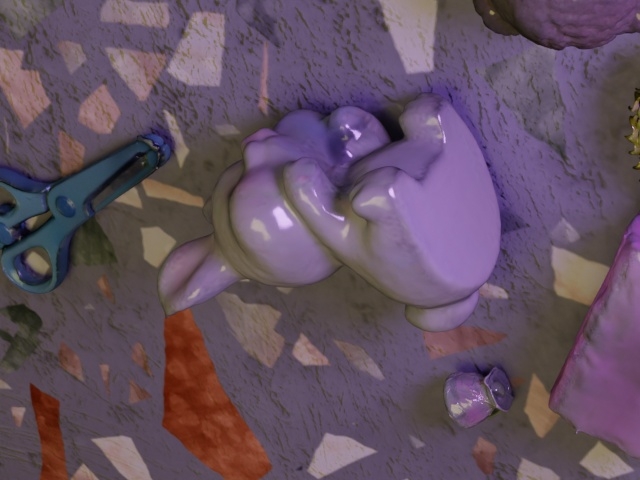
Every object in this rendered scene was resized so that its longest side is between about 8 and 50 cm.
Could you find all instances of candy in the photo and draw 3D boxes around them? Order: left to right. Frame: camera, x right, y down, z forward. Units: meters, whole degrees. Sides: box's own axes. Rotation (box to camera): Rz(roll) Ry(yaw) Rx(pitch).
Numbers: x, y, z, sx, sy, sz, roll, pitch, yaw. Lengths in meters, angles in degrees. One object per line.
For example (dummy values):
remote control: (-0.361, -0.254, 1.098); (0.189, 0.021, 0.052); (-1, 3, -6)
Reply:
candy: (0.342, 0.094, 1.682); (0.155, 0.116, 0.265); (25, 134, 9)

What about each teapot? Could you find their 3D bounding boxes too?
teapot: (0.182, 0.176, 1.883); (0.064, 0.064, 0.083); (-20, 144, 32)

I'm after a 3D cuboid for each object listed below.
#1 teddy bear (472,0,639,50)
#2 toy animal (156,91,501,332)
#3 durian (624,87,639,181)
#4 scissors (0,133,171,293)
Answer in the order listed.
teddy bear: (0.216, -0.297, 1.433); (0.236, 0.151, 0.267); (5, 124, 31)
toy animal: (0.000, -0.009, 1.757); (0.367, 0.196, 0.241); (0, 124, 29)
durian: (0.360, -0.117, 1.526); (0.137, 0.095, 0.221); (40, 138, 23)
scissors: (-0.307, -0.050, 2.020); (0.393, 0.032, 0.180); (-26, 107, 42)
